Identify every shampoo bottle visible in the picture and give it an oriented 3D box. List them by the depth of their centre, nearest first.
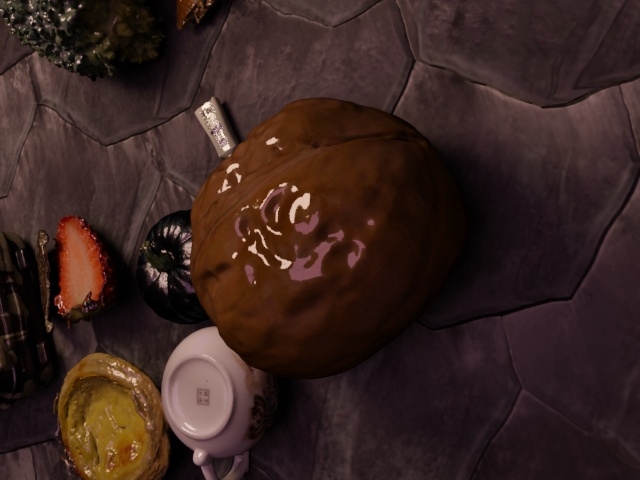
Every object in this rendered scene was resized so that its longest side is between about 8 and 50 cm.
[{"bbox_3d":[-0.163,-0.170,1.240,0.049,0.034,0.141,-31,76,17],"label":"shampoo bottle"}]

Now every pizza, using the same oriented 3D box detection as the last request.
[{"bbox_3d":[-0.195,-0.446,1.244,0.188,0.062,0.198,36,113,36],"label":"pizza"}]

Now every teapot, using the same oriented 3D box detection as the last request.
[{"bbox_3d":[-0.157,0.251,1.182,0.205,0.139,0.297,8,91,26],"label":"teapot"}]

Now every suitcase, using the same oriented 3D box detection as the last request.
[{"bbox_3d":[-0.711,0.173,1.439,0.339,0.194,0.351,-19,81,29],"label":"suitcase"}]

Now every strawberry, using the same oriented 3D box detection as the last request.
[{"bbox_3d":[-0.415,0.049,1.346,0.167,0.087,0.207,-21,67,39],"label":"strawberry"}]

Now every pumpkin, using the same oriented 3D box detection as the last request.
[{"bbox_3d":[-0.215,0.044,1.210,0.194,0.150,0.194,15,119,29],"label":"pumpkin"}]

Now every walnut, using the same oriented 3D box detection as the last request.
[{"bbox_3d":[0.000,0.000,1.005,0.398,0.308,0.353,-38,40,22],"label":"walnut"}]

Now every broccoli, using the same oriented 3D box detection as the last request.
[{"bbox_3d":[-0.422,-0.463,1.254,0.293,0.281,0.347,32,145,32],"label":"broccoli"}]

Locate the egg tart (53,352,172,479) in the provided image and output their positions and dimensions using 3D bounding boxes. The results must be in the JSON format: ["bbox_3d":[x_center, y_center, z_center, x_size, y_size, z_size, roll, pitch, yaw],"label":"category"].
[{"bbox_3d":[-0.358,0.329,1.314,0.279,0.095,0.278,3,96,31],"label":"egg tart"}]

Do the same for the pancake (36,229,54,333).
[{"bbox_3d":[-0.514,0.072,1.381,0.184,0.020,0.190,-120,34,-46],"label":"pancake"}]
